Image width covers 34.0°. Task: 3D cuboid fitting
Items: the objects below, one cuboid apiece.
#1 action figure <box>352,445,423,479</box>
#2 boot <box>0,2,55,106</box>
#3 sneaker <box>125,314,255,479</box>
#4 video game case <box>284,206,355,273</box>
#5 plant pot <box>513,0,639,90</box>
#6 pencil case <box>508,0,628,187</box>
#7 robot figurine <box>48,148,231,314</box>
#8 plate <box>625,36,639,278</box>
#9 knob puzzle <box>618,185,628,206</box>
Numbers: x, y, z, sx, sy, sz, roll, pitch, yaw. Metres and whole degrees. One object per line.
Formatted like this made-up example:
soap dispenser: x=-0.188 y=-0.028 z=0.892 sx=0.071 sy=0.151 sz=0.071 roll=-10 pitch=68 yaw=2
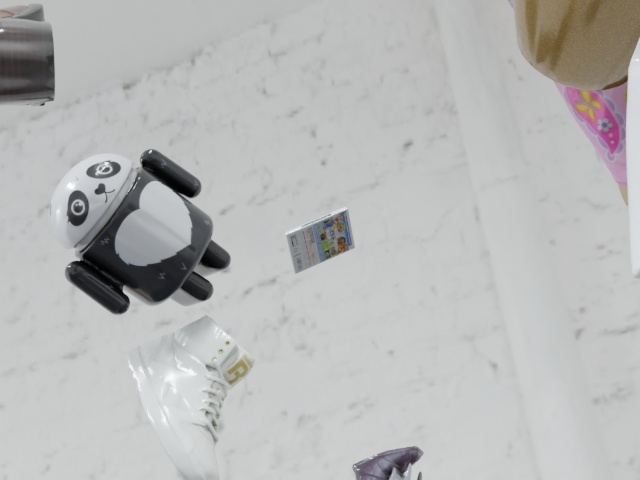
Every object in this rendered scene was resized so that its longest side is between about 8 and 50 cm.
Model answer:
action figure: x=0.072 y=0.347 z=0.979 sx=0.099 sy=0.285 sz=0.185 roll=-14 pitch=-42 yaw=13
boot: x=-0.371 y=-0.149 z=0.872 sx=0.280 sy=0.264 sz=0.096 roll=-2 pitch=-71 yaw=-17
sneaker: x=-0.164 y=0.220 z=1.502 sx=0.169 sy=0.292 sz=0.108 roll=-28 pitch=-45 yaw=-6
video game case: x=0.000 y=0.000 z=1.832 sx=0.122 sy=0.011 sz=0.087 roll=-23 pitch=-54 yaw=-16
plant pot: x=0.263 y=-0.263 z=0.904 sx=0.237 sy=0.237 sz=0.254 roll=-1 pitch=-39 yaw=-9
pencil case: x=0.307 y=-0.198 z=1.132 sx=0.124 sy=0.124 sz=0.284 roll=-29 pitch=-78 yaw=26
robot figurine: x=-0.273 y=-0.011 z=1.582 sx=0.278 sy=0.209 sz=0.173 roll=37 pitch=-64 yaw=-18
plate: x=0.228 y=-0.153 z=0.544 sx=0.045 sy=0.278 sz=0.277 roll=17 pitch=-55 yaw=5
knob puzzle: x=0.448 y=-0.114 z=1.291 sx=0.213 sy=0.213 sz=0.030 roll=-29 pitch=-11 yaw=26
